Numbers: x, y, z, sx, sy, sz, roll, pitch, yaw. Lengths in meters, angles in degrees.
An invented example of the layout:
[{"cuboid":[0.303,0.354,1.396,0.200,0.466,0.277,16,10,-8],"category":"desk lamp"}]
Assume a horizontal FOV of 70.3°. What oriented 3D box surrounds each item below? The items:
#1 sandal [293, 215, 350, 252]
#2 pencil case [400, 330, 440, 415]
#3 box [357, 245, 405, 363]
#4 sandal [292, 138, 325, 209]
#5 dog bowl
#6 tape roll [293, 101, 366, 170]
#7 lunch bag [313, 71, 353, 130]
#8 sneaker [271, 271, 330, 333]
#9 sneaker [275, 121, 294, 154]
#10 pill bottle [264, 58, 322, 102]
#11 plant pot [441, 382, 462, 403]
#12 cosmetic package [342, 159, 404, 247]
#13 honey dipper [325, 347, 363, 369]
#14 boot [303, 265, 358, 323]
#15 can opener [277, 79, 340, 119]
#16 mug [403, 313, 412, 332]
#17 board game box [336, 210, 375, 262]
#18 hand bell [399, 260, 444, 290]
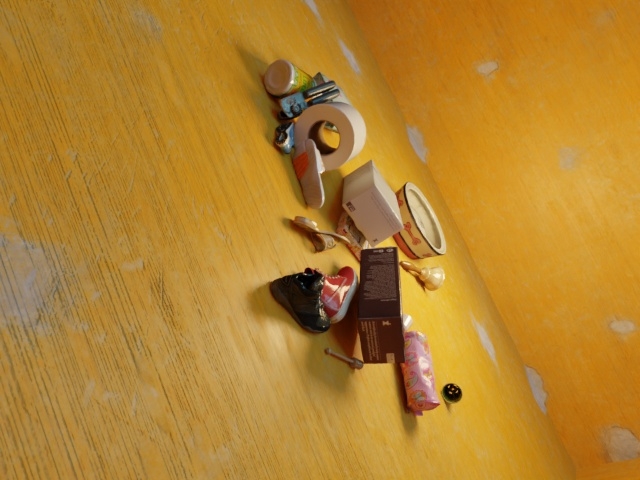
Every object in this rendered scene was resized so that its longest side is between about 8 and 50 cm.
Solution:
[{"cuboid":[-0.004,0.000,1.519,0.240,0.088,0.079,27,75,-38],"category":"sandal"},{"cuboid":[0.346,0.470,1.632,0.124,0.124,0.284,36,38,-41],"category":"pencil case"},{"cuboid":[0.201,0.201,1.496,0.381,0.143,0.191,-81,164,-59],"category":"box"},{"cuboid":[-0.029,-0.232,1.645,0.076,0.102,0.265,11,65,-58],"category":"sandal"},{"cuboid":[0.473,-0.085,2.307,0.408,0.150,0.408,41,33,-35],"category":"dog bowl"},{"cuboid":[0.038,-0.402,1.740,0.246,0.246,0.169,59,28,-7],"category":"tape roll"},{"cuboid":[0.052,-0.573,2.016,0.223,0.160,0.262,4,57,-60],"category":"lunch bag"},{"cuboid":[-0.019,0.171,1.256,0.227,0.130,0.087,50,31,-26],"category":"sneaker"},{"cuboid":[-0.126,-0.371,1.654,0.162,0.063,0.073,-82,155,-44],"category":"sneaker"},{"cuboid":[-0.098,-0.610,1.810,0.246,0.136,0.136,5,61,-58],"category":"pill bottle"},{"cuboid":[0.547,0.623,1.883,0.083,0.083,0.079,69,17,12],"category":"plant pot"},{"cuboid":[0.206,-0.161,1.840,0.217,0.156,0.385,52,16,-19],"category":"cosmetic package"},{"cuboid":[0.071,0.351,1.355,0.161,0.030,0.030,33,39,-39],"category":"honey dipper"},{"cuboid":[0.029,0.118,1.435,0.176,0.088,0.244,52,33,-17],"category":"boot"},{"cuboid":[-0.051,-0.540,1.764,0.283,0.095,0.076,-33,97,-33],"category":"can opener"},{"cuboid":[0.326,0.335,1.776,0.078,0.062,0.064,52,36,-5],"category":"mug"},{"cuboid":[0.143,-0.011,1.785,0.193,0.045,0.147,51,29,-20],"category":"board game box"},{"cuboid":[0.466,0.143,2.169,0.242,0.126,0.126,26,43,-31],"category":"hand bell"}]
